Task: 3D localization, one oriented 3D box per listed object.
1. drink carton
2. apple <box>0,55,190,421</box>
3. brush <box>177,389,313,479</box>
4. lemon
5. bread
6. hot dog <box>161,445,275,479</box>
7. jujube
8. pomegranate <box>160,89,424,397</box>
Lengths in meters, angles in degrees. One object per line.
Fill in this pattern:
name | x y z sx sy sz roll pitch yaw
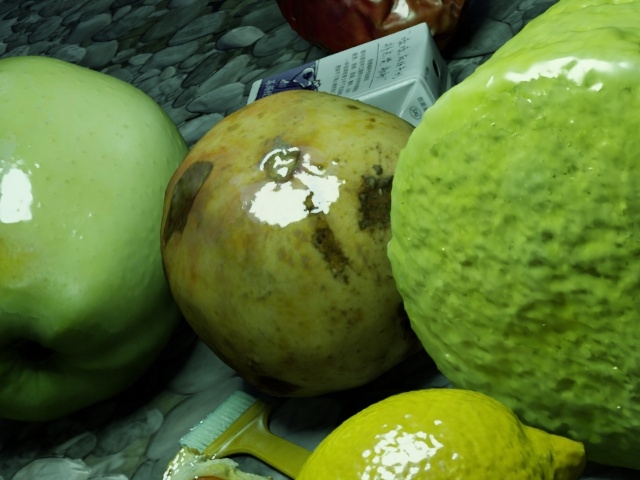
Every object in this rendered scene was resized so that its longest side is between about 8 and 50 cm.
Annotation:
drink carton | 0.032 -0.138 1.938 0.222 0.102 0.134 -18 27 19
apple | -0.285 0.003 1.746 0.357 0.357 0.357 -22 28 13
brush | -0.044 0.183 1.562 0.082 0.010 0.218 -40 31 -22
lemon | 0.075 0.196 1.245 0.244 0.187 0.187 -27 27 12
bread | 0.252 -0.034 1.323 0.348 0.348 0.308 -5 30 37
hot dog | -0.077 0.248 1.362 0.103 0.146 0.213 -59 11 20
jujube | 0.047 -0.311 2.108 0.216 0.216 0.342 -36 26 -13
pomegranate | 0.000 0.000 1.570 0.281 0.281 0.281 -22 28 13
